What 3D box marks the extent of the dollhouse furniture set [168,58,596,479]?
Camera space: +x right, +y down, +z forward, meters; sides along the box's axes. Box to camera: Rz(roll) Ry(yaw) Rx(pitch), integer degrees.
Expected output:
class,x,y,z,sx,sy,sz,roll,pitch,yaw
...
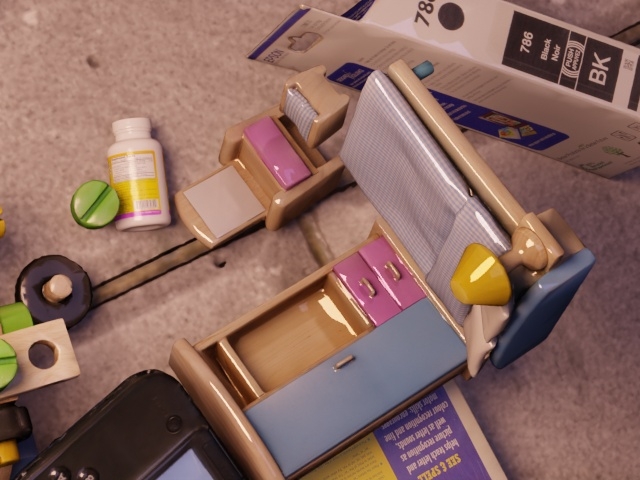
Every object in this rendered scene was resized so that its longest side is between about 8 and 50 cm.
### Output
class,x,y,z,sx,sy,sz,roll,pitch,yaw
dollhouse furniture set,0.000,0.000,1.330,0.198,0.303,0.286,-31,75,-21

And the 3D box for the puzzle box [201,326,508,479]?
class,x,y,z,sx,sy,sz,roll,pitch,yaw
puzzle box,-0.040,0.254,1.451,0.409,0.052,0.272,-28,90,-19

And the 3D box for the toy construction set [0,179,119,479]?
class,x,y,z,sx,sy,sz,roll,pitch,yaw
toy construction set,-0.294,0.046,1.305,0.308,0.237,0.258,11,79,-15

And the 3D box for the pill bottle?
class,x,y,z,sx,sy,sz,roll,pitch,yaw
pill bottle,-0.140,-0.050,1.468,0.043,0.043,0.083,-5,83,-18

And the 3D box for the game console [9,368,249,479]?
class,x,y,z,sx,sy,sz,roll,pitch,yaw
game console,-0.094,0.277,1.270,0.250,0.173,0.293,-41,116,-19

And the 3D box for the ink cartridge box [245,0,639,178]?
class,x,y,z,sx,sy,sz,roll,pitch,yaw
ink cartridge box,0.121,-0.137,1.498,0.332,0.165,0.065,17,77,-15
